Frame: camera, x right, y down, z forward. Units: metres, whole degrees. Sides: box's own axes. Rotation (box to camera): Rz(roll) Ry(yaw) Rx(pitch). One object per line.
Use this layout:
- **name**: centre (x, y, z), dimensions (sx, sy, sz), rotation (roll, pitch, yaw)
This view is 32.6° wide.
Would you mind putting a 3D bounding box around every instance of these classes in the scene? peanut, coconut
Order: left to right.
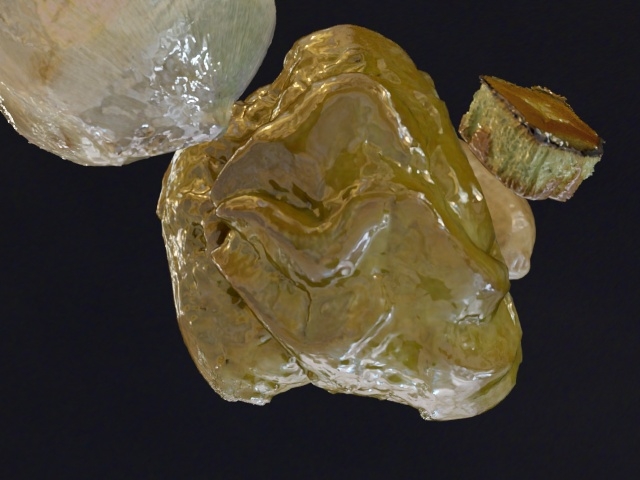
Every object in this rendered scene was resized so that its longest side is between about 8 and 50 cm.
- **coconut**: centre (-0.116, -0.130, 0.633), dimensions (0.194, 0.194, 0.194), rotation (10, -70, 28)
- **peanut**: centre (0.205, -0.046, 1.518), dimensions (0.253, 0.137, 0.122), rotation (44, -38, 25)

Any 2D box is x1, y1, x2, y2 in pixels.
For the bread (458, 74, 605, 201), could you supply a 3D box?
- **bread**: centre (0.212, -0.100, 1.081), dimensions (0.140, 0.128, 0.069), rotation (56, -50, 42)

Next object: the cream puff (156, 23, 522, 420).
- **cream puff**: centre (0.002, 0.006, 0.856), dimensions (0.270, 0.274, 0.323), rotation (-22, -97, 2)
